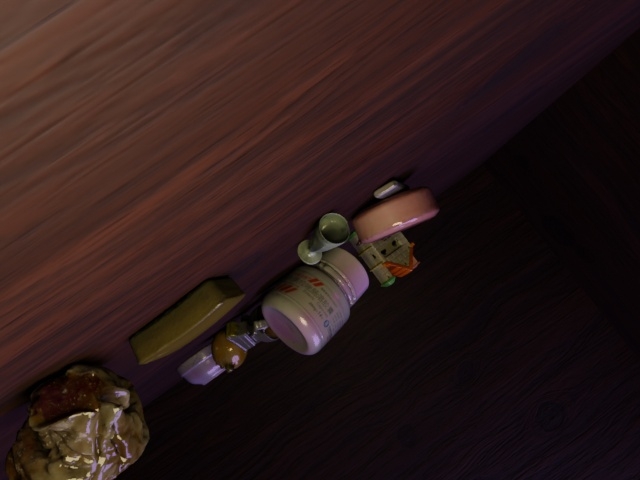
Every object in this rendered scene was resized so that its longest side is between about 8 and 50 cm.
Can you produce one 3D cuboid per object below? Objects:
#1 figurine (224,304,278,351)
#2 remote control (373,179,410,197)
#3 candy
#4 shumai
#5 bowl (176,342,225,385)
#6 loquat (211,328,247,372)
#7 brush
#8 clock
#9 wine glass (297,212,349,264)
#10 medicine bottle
[{"bbox_3d":[-0.195,0.299,1.639,0.285,0.167,0.342,-30,-164,19],"label":"figurine"},{"bbox_3d":[0.198,-0.139,1.168,0.067,0.029,0.261,-30,174,19],"label":"remote control"},{"bbox_3d":[0.205,-0.068,1.216,0.255,0.094,0.255,-22,176,-1],"label":"candy"},{"bbox_3d":[-0.345,0.283,0.670,0.185,0.184,0.218,-37,160,27],"label":"shumai"},{"bbox_3d":[-0.545,0.605,2.099,0.287,0.143,0.287,-36,174,-4],"label":"bowl"},{"bbox_3d":[-0.372,0.447,1.745,0.149,0.204,0.172,4,134,-10],"label":"loquat"},{"bbox_3d":[-0.239,0.143,0.780,0.197,0.059,0.123,-37,170,6],"label":"brush"},{"bbox_3d":[0.262,0.037,1.713,0.220,0.255,0.106,-31,172,-29],"label":"clock"},{"bbox_3d":[0.000,0.000,0.962,0.073,0.073,0.155,-32,176,-32],"label":"wine glass"},{"bbox_3d":[-0.010,0.195,1.450,0.325,0.256,0.256,-41,177,-30],"label":"medicine bottle"}]
